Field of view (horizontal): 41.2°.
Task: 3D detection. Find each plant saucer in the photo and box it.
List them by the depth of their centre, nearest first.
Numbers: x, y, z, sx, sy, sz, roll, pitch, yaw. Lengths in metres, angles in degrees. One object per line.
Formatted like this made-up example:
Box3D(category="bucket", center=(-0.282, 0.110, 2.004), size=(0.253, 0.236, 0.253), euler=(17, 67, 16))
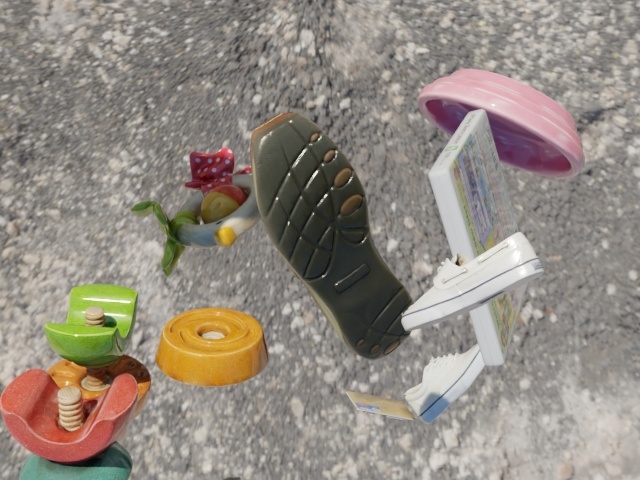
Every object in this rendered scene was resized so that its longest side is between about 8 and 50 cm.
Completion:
Box3D(category="plant saucer", center=(0.345, -0.226, 1.597), size=(0.332, 0.332, 0.084), euler=(26, 87, -8))

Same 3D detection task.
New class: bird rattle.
Box3D(category="bird rattle", center=(-0.166, -0.048, 1.372), size=(0.206, 0.253, 0.143), euler=(7, 125, 38))

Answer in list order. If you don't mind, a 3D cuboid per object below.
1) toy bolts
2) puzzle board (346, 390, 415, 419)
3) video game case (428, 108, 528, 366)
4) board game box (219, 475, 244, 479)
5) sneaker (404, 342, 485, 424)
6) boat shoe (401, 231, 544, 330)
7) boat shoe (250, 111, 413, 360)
Box3D(category="toy bolts", center=(-0.163, 0.164, 0.742), size=(0.218, 0.228, 0.159), euler=(6, 113, 6))
Box3D(category="puzzle board", center=(0.124, 0.346, 1.773), size=(0.128, 0.096, 0.011), euler=(13, 99, -14))
Box3D(category="video game case", center=(0.171, -0.009, 0.889), size=(0.023, 0.193, 0.213), euler=(-10, 111, 26))
Box3D(category="board game box", center=(-0.028, 0.261, 0.546), size=(0.026, 0.186, 0.126), euler=(-20, 133, 0))
Box3D(category="sneaker", center=(0.262, 0.277, 1.757), size=(0.091, 0.094, 0.258), euler=(41, 119, 8))
Box3D(category="boat shoe", center=(0.090, 0.025, 0.536), size=(0.100, 0.035, 0.035), euler=(-31, 72, 32))
Box3D(category="boat shoe", center=(0.000, 0.000, 1.020), size=(0.122, 0.120, 0.324), euler=(-30, 115, -12))
